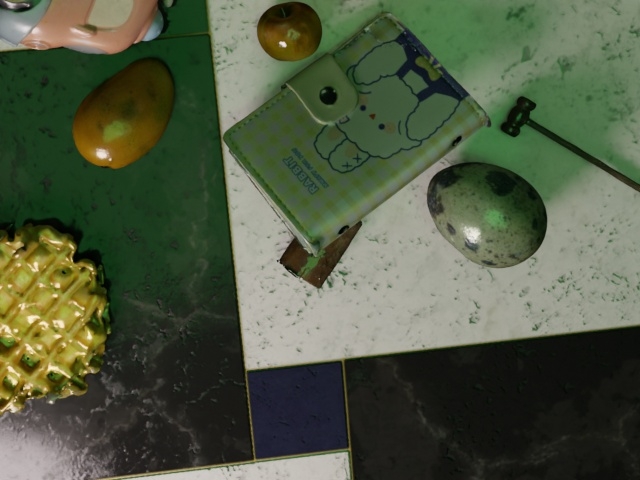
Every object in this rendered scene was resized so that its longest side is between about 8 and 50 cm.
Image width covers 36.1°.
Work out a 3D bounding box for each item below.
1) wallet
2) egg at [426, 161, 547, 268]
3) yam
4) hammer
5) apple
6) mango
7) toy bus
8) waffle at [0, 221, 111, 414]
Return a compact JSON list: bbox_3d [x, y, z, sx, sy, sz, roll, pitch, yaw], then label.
[{"bbox_3d":[0.046,-0.149,1.351,0.310,0.077,0.223,-38,80,-8],"label":"wallet"},{"bbox_3d":[0.235,-0.039,1.396,0.182,0.141,0.141,33,98,-4],"label":"egg"},{"bbox_3d":[0.002,0.002,1.410,0.084,0.084,0.127,35,96,-13],"label":"yam"},{"bbox_3d":[0.400,-0.119,1.457,0.292,0.029,0.058,28,100,-14],"label":"hammer"},{"bbox_3d":[-0.042,-0.282,1.335,0.090,0.089,0.074,-12,116,-4],"label":"apple"},{"bbox_3d":[-0.262,-0.169,1.338,0.163,0.089,0.111,-36,103,-6],"label":"mango"},{"bbox_3d":[-0.290,-0.363,1.250,0.232,0.194,0.287,18,100,-23],"label":"toy bus"},{"bbox_3d":[-0.433,0.116,1.398,0.262,0.060,0.280,-5,103,-5],"label":"waffle"}]
